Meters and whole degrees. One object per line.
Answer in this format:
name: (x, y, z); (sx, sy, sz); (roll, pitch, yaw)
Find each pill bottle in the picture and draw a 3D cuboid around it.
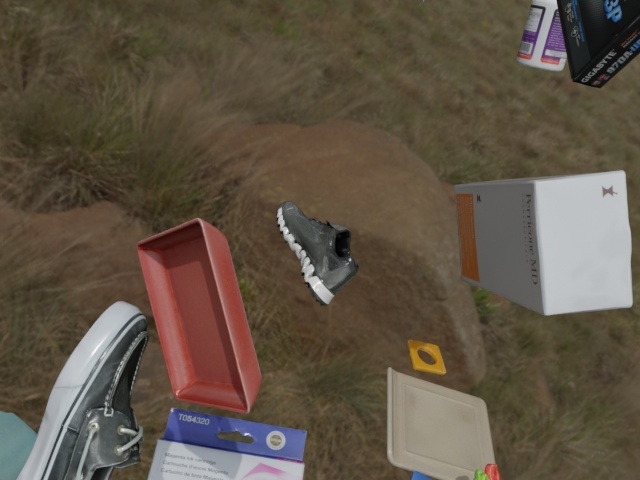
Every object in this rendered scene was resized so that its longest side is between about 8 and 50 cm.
pill bottle: (0.517, -0.486, 1.435); (0.108, 0.193, 0.108); (9, 23, -4)

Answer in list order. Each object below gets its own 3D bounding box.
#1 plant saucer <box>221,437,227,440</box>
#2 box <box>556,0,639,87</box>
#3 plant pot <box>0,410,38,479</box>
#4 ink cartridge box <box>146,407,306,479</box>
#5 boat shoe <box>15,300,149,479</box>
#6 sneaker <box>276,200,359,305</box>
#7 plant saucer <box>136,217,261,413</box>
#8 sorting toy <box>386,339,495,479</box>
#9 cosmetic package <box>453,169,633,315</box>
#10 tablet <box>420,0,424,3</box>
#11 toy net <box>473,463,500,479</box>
plant saucer: (-0.280, 0.637, 1.549); (0.044, 0.317, 0.317); (12, 37, -5)
box: (0.386, -0.339, 0.832); (0.051, 0.175, 0.220); (10, 63, -16)
plant pot: (-0.682, 0.482, 1.138); (0.341, 0.341, 0.334); (38, 39, 0)
ink cartridge box: (-0.204, 0.528, 1.357); (0.324, 0.071, 0.330); (10, 56, -3)
boat shoe: (-0.269, 0.244, 0.771); (0.119, 0.335, 0.121); (19, -11, 6)
sneaker: (0.000, 0.000, 1.100); (0.078, 0.106, 0.234); (45, 12, -46)
plant saucer: (-0.174, 0.108, 0.921); (0.048, 0.259, 0.258); (-14, 90, -35)
sorting toy: (0.184, 0.304, 1.012); (0.196, 0.047, 0.347); (22, 35, -10)
cosmetic package: (0.408, -0.009, 1.254); (0.161, 0.230, 0.453); (-6, 4, -5)
tablet: (0.096, -0.287, 0.668); (0.083, 0.006, 0.054); (12, 56, -81)
toy net: (0.234, 0.366, 0.870); (0.232, 0.045, 0.122); (26, 58, -56)
